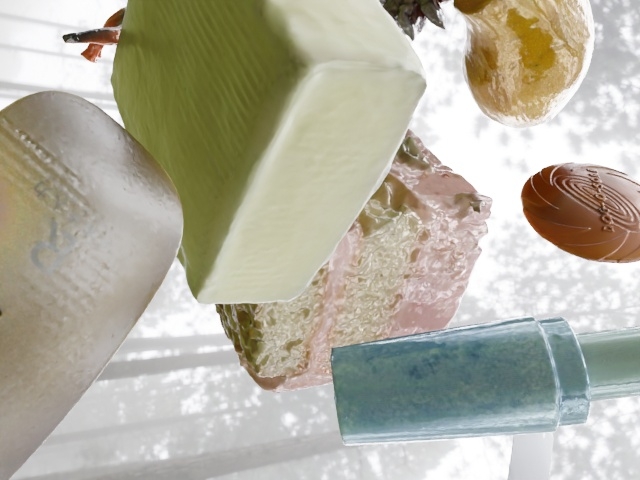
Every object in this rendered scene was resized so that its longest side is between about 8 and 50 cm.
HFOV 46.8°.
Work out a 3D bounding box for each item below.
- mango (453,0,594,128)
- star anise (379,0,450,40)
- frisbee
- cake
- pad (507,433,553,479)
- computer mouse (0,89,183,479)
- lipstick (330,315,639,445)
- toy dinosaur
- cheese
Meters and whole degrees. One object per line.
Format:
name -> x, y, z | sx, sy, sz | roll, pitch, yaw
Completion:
mango -> 0.287, -0.277, 1.031 | 0.187, 0.359, 0.144 | -23, -119, 5
star anise -> 0.160, -0.418, 1.198 | 0.236, 0.093, 0.229 | 20, -84, 44
frisbee -> 0.356, -0.047, 0.952 | 0.192, 0.192, 0.035 | 52, -29, 38
cake -> 0.000, 0.000, 0.980 | 0.314, 0.307, 0.293 | -124, -148, -42
pad -> 0.281, 0.324, 1.004 | 0.009, 0.265, 0.159 | -11, -56, 31
computer mouse -> -0.168, 0.035, 0.367 | 0.245, 0.126, 0.056 | -53, -153, -20
lipstick -> 0.146, 0.075, 0.430 | 0.068, 0.274, 0.061 | -92, 173, -57
toy dinosaur -> -0.184, -0.213, 0.752 | 0.101, 0.055, 0.279 | -40, -165, 18
cheese -> -0.062, -0.123, 0.579 | 0.242, 0.124, 0.265 | -56, -132, 37
